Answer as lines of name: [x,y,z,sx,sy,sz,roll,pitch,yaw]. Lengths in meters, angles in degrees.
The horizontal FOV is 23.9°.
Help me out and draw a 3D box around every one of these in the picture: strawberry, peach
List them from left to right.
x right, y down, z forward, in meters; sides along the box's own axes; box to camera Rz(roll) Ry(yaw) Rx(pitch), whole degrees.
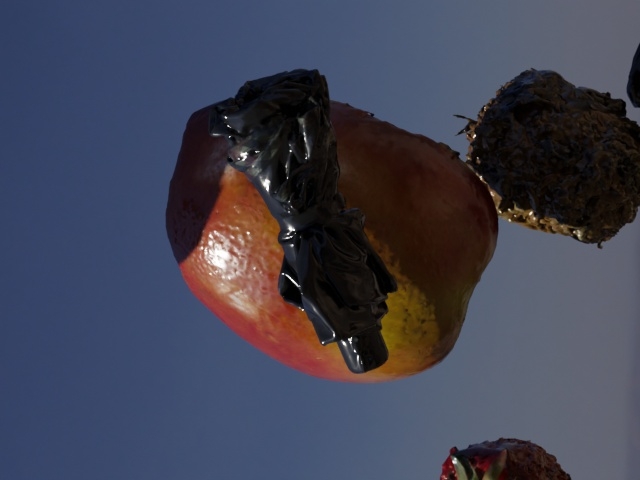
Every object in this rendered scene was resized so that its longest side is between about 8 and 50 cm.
peach: [0.000,0.000,1.733,0.306,0.380,0.242,99,-166,-56]
strawberry: [0.282,0.373,2.212,0.201,0.187,0.184,-11,-74,-37]

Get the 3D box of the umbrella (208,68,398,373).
umbrella: [-0.005,-0.009,1.292,0.122,0.110,0.272,25,137,68]

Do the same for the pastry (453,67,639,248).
pastry: [0.304,-0.095,1.955,0.193,0.275,0.275,-58,6,34]

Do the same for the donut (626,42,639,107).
donut: [0.536,-0.221,2.029,0.216,0.230,0.096,-48,26,0]
